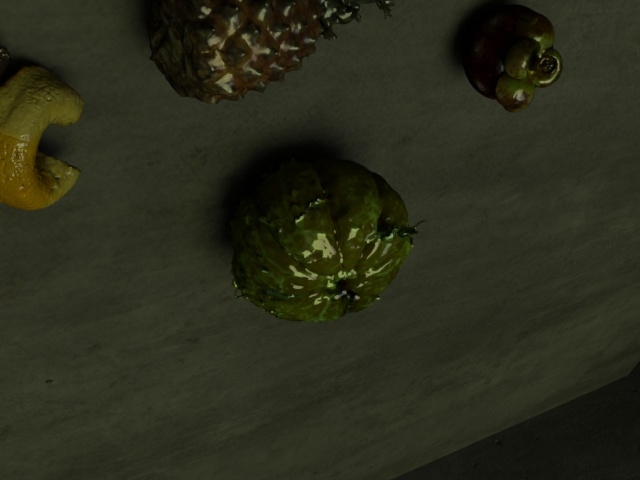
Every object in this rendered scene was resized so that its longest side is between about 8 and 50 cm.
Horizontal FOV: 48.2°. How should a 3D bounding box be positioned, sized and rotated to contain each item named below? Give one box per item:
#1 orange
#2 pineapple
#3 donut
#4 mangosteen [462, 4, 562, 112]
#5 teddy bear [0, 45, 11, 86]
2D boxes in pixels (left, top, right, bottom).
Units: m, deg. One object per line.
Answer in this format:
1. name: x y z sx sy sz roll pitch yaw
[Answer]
1. orange: 0.000 0.000 1.160 0.299 0.223 0.301 -6 137 -12
2. pineapple: -0.035 -0.288 0.882 0.361 0.175 0.175 -30 147 -34
3. donut: -0.339 -0.106 0.835 0.146 0.078 0.181 -56 172 -53
4. mangosteen: 0.317 -0.288 1.127 0.145 0.181 0.156 -24 122 -37
5. teddy bear: -0.394 -0.178 0.757 0.119 0.078 0.160 -40 143 0
